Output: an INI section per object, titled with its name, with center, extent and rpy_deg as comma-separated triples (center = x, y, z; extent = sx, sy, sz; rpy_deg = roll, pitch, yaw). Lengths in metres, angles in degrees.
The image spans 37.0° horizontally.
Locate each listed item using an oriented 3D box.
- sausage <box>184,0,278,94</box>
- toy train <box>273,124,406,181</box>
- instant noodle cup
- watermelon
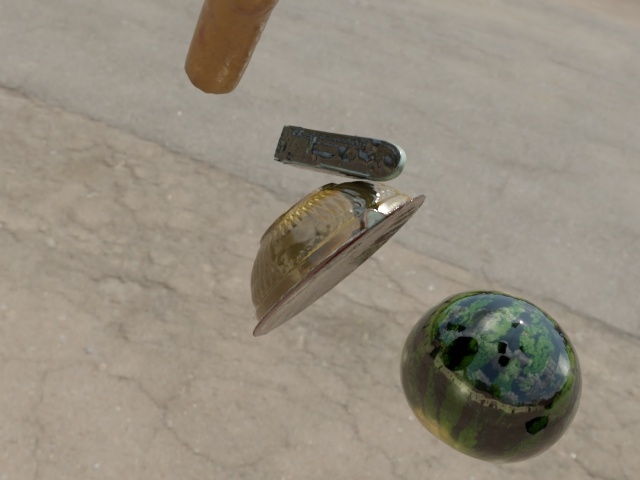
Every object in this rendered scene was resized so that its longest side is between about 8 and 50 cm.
[sausage]
center = -0.121, -0.329, 1.388
extent = 0.109, 0.270, 0.109
rpy_deg = 12, 56, -18
[toy train]
center = 0.032, -0.102, 1.171
extent = 0.051, 0.052, 0.234
rpy_deg = 17, -1, -40
[instant noodle cup]
center = 0.000, 0.000, 1.180
extent = 0.091, 0.274, 0.274
rpy_deg = 51, 33, 9
[watermelon]
center = 0.249, 0.196, 1.401
extent = 0.269, 0.269, 0.269
rpy_deg = 14, 25, -6
